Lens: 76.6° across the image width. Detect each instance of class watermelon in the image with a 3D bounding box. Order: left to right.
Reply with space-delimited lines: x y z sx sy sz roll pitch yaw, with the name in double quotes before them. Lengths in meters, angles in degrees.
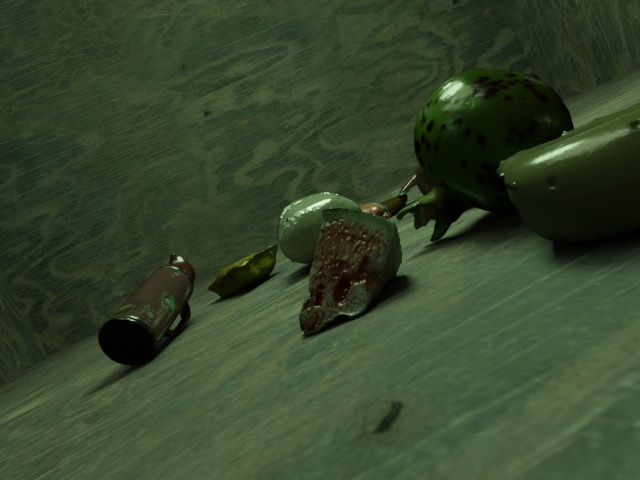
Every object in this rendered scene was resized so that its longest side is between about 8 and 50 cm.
"watermelon" 0.036 0.028 0.483 0.098 0.121 0.158 7 30 38

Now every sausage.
"sausage" 0.103 -0.062 1.081 0.071 0.071 0.234 -29 16 -31

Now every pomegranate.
"pomegranate" 0.218 -0.111 0.562 0.263 0.211 0.211 -59 -2 13

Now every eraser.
"eraser" 0.339 -0.207 1.707 0.052 0.029 0.122 -24 5 31

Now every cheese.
"cheese" -0.008 -0.030 0.953 0.198 0.154 0.189 -23 23 -7
"cheese" 0.272 -0.069 0.357 0.202 0.091 0.175 -22 6 24

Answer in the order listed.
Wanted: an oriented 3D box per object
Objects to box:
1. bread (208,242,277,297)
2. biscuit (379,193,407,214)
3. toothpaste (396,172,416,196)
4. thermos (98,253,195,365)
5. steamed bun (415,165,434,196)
"bread" -0.219 0.095 1.168 0.161 0.088 0.233 -24 0 -43
"biscuit" 0.155 -0.076 1.267 0.262 0.037 0.262 -26 5 2
"toothpaste" 0.332 -0.220 1.204 0.266 0.061 0.096 -39 -2 8
"thermos" -0.357 0.144 0.932 0.109 0.136 0.330 -52 12 18
"steamed bun" 0.289 -0.124 0.778 0.145 0.106 0.175 -24 16 -35
